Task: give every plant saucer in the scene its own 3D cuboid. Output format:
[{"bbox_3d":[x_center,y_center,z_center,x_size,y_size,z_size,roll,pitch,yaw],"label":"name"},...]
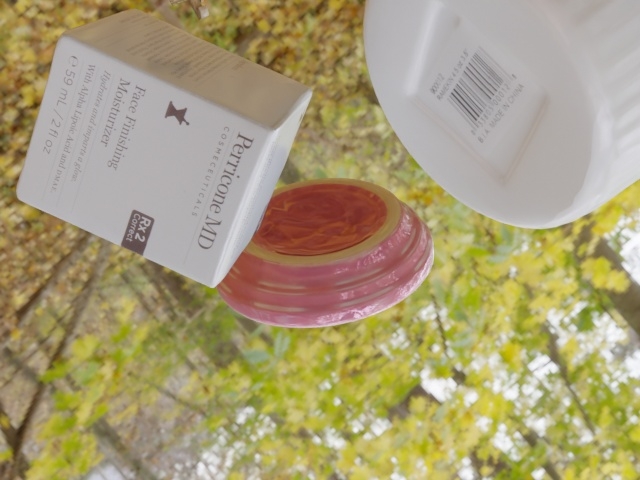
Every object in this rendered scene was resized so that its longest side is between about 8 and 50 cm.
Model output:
[{"bbox_3d":[0.000,0.000,1.379,0.332,0.332,0.084,-41,134,-41],"label":"plant saucer"}]

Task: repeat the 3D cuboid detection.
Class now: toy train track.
[{"bbox_3d":[-0.117,-0.228,0.790,0.014,0.083,0.048,-21,-169,46],"label":"toy train track"}]

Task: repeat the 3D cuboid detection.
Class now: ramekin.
[{"bbox_3d":[0.161,-0.143,0.734,0.135,0.277,0.277,-37,177,-24],"label":"ramekin"}]

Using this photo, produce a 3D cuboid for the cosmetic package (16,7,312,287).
[{"bbox_3d":[-0.127,-0.084,0.793,0.151,0.184,0.151,-60,174,-66],"label":"cosmetic package"}]
